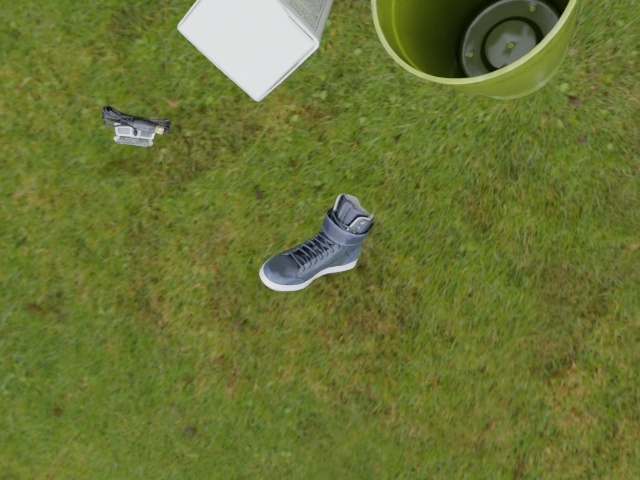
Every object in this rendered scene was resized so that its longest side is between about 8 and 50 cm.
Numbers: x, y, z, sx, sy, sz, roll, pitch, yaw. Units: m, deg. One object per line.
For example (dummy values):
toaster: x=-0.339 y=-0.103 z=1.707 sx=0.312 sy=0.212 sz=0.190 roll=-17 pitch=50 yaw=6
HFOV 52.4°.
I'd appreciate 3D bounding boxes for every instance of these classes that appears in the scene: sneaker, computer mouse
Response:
sneaker: x=-0.001 y=-0.001 z=1.170 sx=0.086 sy=0.226 sz=0.163 roll=49 pitch=137 yaw=25
computer mouse: x=-0.311 y=-0.191 z=1.086 sx=0.106 sy=0.193 sz=0.042 roll=4 pitch=89 yaw=-19

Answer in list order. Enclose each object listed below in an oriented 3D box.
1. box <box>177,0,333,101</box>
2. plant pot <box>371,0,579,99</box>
box: x=-0.070 y=-0.343 z=0.909 sx=0.148 sy=0.311 sz=0.121 roll=41 pitch=123 yaw=-20
plant pot: x=0.334 y=-0.434 z=1.260 sx=0.366 sy=0.353 sz=0.366 roll=-2 pitch=85 yaw=27
